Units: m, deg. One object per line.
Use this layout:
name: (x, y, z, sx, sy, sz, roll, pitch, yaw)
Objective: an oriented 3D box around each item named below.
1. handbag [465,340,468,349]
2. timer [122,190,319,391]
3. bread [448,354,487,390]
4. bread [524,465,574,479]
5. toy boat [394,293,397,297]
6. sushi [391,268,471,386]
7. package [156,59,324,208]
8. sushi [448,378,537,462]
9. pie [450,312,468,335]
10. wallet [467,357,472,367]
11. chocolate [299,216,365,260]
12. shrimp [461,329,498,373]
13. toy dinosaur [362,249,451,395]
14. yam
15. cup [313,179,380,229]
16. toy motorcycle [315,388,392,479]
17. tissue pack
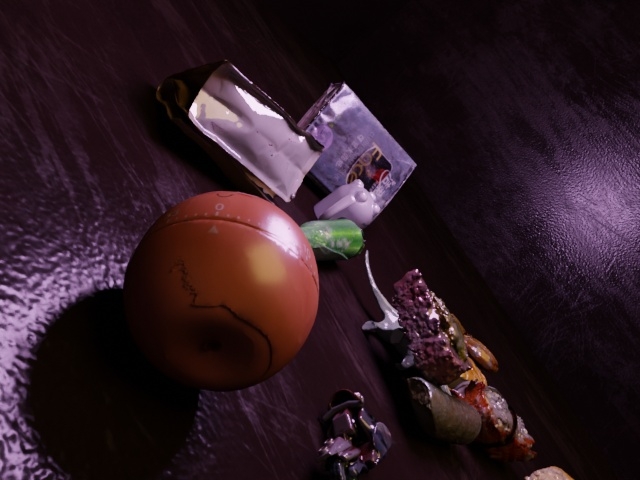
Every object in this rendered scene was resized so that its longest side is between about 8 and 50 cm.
handbag: (0.274, 0.239, 1.421, 0.157, 0.059, 0.212, 56, -15, 14)
timer: (-0.116, 0.057, 0.692, 0.229, 0.230, 0.214, 43, 24, -27)
bread: (0.396, 0.372, 1.600, 0.188, 0.068, 0.125, 39, 23, -37)
bread: (0.637, 0.743, 1.361, 0.375, 0.165, 0.236, 49, 16, -8)
toy boat: (0.296, 0.197, 1.662, 0.185, 0.077, 0.075, 41, 21, -31)
sushi: (0.246, 0.193, 1.246, 0.161, 0.108, 0.241, 38, 28, -58)
package: (-0.179, -0.198, 1.182, 0.311, 0.221, 0.164, 38, 63, -42)
sushi: (0.433, 0.461, 1.445, 0.332, 0.124, 0.129, 42, 32, -33)
pie: (0.487, 0.324, 1.963, 0.170, 0.034, 0.092, 54, 16, -16)
wallet: (0.329, 0.262, 1.472, 0.152, 0.039, 0.118, 59, -13, -2)
chocolate: (0.000, 0.000, 1.285, 0.110, 0.110, 0.291, 58, 22, 13)
shrimp: (0.452, 0.320, 1.766, 0.152, 0.063, 0.287, 39, 3, -16)
toy dinosaur: (0.173, 0.201, 1.342, 0.206, 0.092, 0.392, 21, 33, -55)
yam: (0.253, 0.367, 1.214, 0.259, 0.106, 0.106, 34, 26, -43)
cup: (0.066, -0.090, 1.528, 0.173, 0.142, 0.134, 32, 28, -46)
toy motorcycle: (0.046, 0.299, 0.869, 0.122, 0.082, 0.213, 56, 18, 5)
tissue pack: (0.083, -0.244, 1.660, 0.361, 0.259, 0.122, 43, -5, -28)
